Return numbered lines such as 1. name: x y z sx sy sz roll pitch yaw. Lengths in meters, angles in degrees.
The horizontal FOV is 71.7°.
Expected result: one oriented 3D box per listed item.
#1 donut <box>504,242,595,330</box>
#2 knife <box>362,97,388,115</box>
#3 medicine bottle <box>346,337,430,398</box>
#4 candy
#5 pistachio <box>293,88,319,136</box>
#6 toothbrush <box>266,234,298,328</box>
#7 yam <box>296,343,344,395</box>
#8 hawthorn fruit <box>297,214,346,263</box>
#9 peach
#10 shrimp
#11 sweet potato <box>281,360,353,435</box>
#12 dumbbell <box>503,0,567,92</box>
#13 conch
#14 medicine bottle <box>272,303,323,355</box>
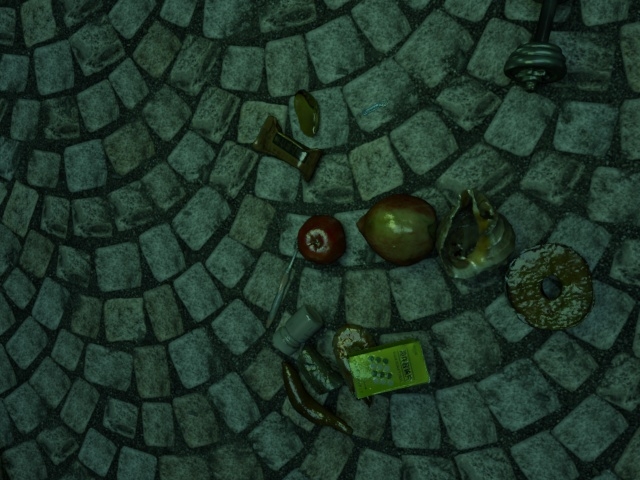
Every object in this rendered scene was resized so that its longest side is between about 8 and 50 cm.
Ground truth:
1. donut: 0.699 0.138 1.367 0.271 0.107 0.272 2 97 17
2. knife: 0.187 -0.459 1.528 0.096 0.010 0.027 -25 85 14
3. medicine bottle: 0.218 0.417 1.451 0.249 0.141 0.137 -13 80 0
4. candy: -0.117 -0.330 1.572 0.271 0.101 0.143 34 105 18
5. pistachio: -0.038 -0.452 1.568 0.089 0.049 0.173 -17 89 38
6. toothbrush: -0.134 0.152 1.623 0.028 0.037 0.376 23 100 16
7. yam: -0.010 0.462 1.564 0.107 0.107 0.183 -45 74 12
8. hawthorn fruit: 0.000 0.000 1.509 0.189 0.189 0.190 0 92 15
9. peach: 0.242 -0.037 1.422 0.256 0.232 0.233 3 93 24
10. shrimp: 0.135 0.436 1.546 0.153 0.062 0.295 -16 86 9
11. sweet potato: -0.037 0.584 1.576 0.346 0.079 0.108 39 128 16
12. dumbbell: 0.666 -0.645 1.309 0.178 0.179 0.407 12 95 14
13. conch: 0.448 -0.018 1.355 0.263 0.186 0.324 -41 116 -14
14. medicine bottle: -0.079 0.316 1.575 0.168 0.105 0.105 -45 81 11
